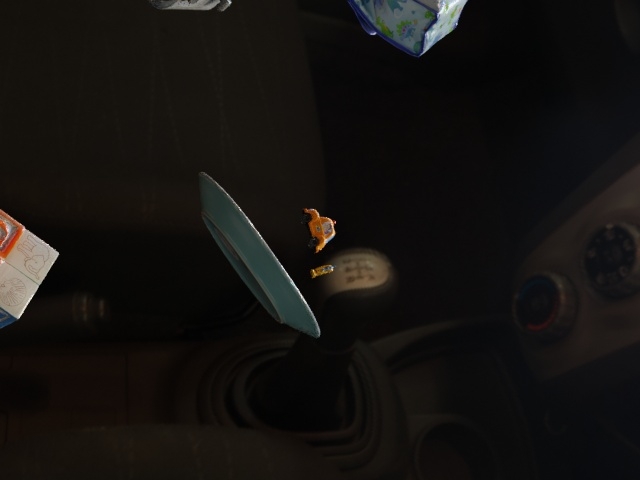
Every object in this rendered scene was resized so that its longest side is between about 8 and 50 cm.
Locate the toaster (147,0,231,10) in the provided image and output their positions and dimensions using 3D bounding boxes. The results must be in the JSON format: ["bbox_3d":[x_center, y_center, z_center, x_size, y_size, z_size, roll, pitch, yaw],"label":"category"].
[{"bbox_3d":[-0.204,-0.435,1.209,0.227,0.129,0.146,63,26,7],"label":"toaster"}]

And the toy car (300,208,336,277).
[{"bbox_3d":[0.000,0.000,1.094,0.041,0.122,0.060,-16,67,-7],"label":"toy car"}]

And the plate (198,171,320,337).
[{"bbox_3d":[-0.065,0.019,0.778,0.024,0.188,0.188,-37,79,-10],"label":"plate"}]

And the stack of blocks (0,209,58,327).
[{"bbox_3d":[-0.430,0.035,0.886,0.171,0.297,0.087,42,49,-26],"label":"stack of blocks"}]

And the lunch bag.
[{"bbox_3d":[0.117,-0.343,1.194,0.151,0.096,0.129,35,44,10],"label":"lunch bag"}]
